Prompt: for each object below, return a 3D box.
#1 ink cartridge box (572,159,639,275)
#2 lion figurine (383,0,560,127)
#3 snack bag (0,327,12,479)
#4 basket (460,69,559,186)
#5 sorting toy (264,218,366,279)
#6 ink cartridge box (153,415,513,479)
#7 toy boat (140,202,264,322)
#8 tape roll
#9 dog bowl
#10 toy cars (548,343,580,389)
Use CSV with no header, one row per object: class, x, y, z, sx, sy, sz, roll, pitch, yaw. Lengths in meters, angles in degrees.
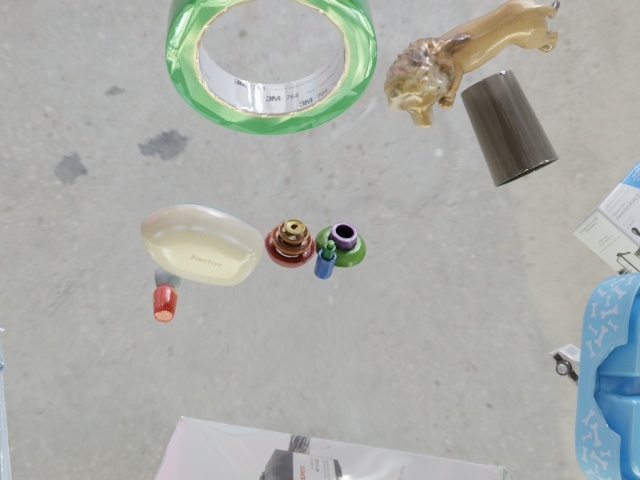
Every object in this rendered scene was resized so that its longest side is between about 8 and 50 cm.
ink cartridge box,0.523,-0.003,1.312,0.203,0.086,0.148,43,61,9
lion figurine,0.278,-0.342,1.485,0.392,0.240,0.142,-37,82,1
snack bag,-0.403,0.176,0.928,0.037,0.343,0.322,-9,109,-35
basket,0.417,-0.253,1.895,0.154,0.204,0.226,-24,85,6
sorting toy,0.000,0.000,0.788,0.102,0.042,0.061,-5,49,-20
ink cartridge box,0.023,0.279,0.751,0.308,0.223,0.129,2,53,27
toy boat,-0.289,0.035,1.848,0.268,0.148,0.318,22,127,-23
tape roll,-0.076,-0.301,1.303,0.322,0.321,0.077,-1,52,-4
dog bowl,0.392,0.180,1.062,0.166,0.074,0.297,6,87,-41
toy cars,0.621,0.365,1.826,0.177,0.393,0.087,26,122,-24
